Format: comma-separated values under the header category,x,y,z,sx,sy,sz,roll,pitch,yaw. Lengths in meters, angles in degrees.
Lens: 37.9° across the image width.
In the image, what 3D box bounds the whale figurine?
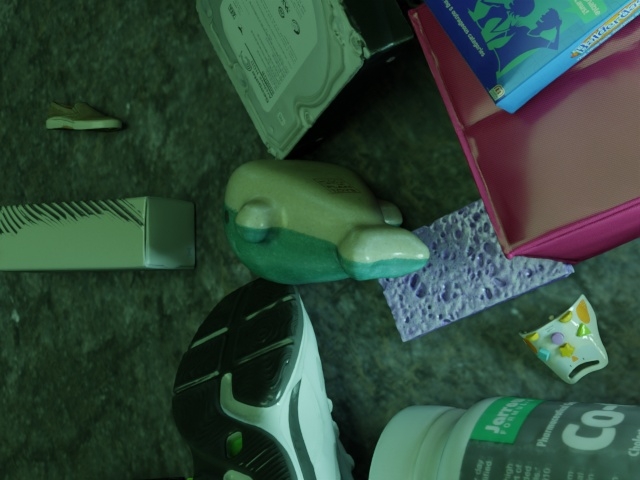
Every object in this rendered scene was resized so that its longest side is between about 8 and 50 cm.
category,x,y,z,sx,sy,sz,roll,pitch,yaw
whale figurine,0.000,0.000,1.044,0.272,0.216,0.141,32,118,49

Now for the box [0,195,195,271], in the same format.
category,x,y,z,sx,sy,sz,roll,pitch,yaw
box,-0.312,-0.004,1.273,0.275,0.113,0.094,-2,86,27

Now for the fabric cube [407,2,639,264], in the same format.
category,x,y,z,sx,sy,sz,roll,pitch,yaw
fabric cube,0.280,-0.139,0.873,0.258,0.254,0.259,-26,76,24

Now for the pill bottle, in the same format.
category,x,y,z,sx,sy,sz,roll,pitch,yaw
pill bottle,0.239,0.258,0.900,0.361,0.204,0.204,-3,87,37

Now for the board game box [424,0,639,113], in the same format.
category,x,y,z,sx,sy,sz,roll,pitch,yaw
board game box,0.190,-0.232,0.756,0.210,0.047,0.160,-39,70,22

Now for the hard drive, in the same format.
category,x,y,z,sx,sy,sz,roll,pitch,yaw
hard drive,-0.037,-0.240,1.017,0.237,0.064,0.339,63,159,3

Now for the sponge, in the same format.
category,x,y,z,sx,sy,sz,roll,pitch,yaw
sponge,0.166,0.024,1.056,0.210,0.031,0.117,-26,76,26

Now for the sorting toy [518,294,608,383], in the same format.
category,x,y,z,sx,sy,sz,roll,pitch,yaw
sorting toy,0.266,0.114,1.000,0.083,0.045,0.075,-36,92,23

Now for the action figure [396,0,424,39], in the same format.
category,x,y,z,sx,sy,sz,roll,pitch,yaw
action figure,0.080,-0.301,1.048,0.275,0.141,0.164,1,67,32

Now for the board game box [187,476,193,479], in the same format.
category,x,y,z,sx,sy,sz,roll,pitch,yaw
board game box,-0.080,0.344,1.174,0.181,0.043,0.092,-6,85,28

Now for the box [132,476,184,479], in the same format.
category,x,y,z,sx,sy,sz,roll,pitch,yaw
box,-0.288,0.368,1.228,0.180,0.147,0.078,-11,83,27

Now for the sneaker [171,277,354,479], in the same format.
category,x,y,z,sx,sy,sz,roll,pitch,yaw
sneaker,-0.030,0.257,1.064,0.169,0.257,0.447,-26,36,16

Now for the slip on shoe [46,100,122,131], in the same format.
category,x,y,z,sx,sy,sz,roll,pitch,yaw
slip on shoe,-0.338,-0.177,1.328,0.135,0.051,0.041,6,94,36
